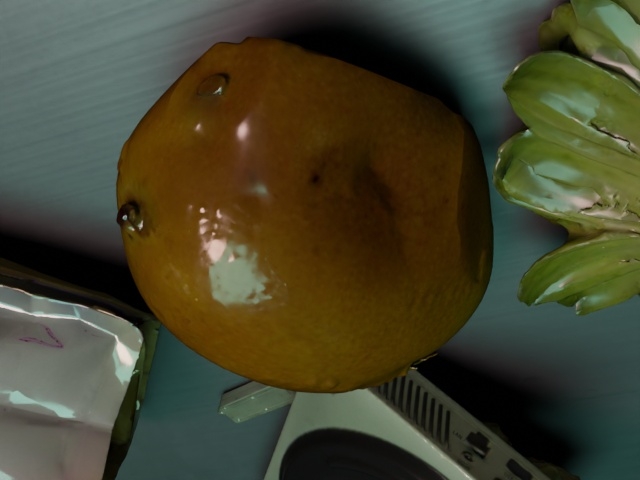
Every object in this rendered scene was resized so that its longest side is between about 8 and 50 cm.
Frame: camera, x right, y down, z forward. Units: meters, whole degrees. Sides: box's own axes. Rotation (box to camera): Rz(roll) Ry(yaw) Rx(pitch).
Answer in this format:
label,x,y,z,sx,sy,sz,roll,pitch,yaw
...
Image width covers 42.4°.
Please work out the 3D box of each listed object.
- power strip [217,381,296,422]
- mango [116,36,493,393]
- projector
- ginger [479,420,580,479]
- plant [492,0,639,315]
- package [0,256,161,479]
label,x,y,z,sx,sy,sz,roll,pitch,yaw
power strip,-0.049,0.125,0.661,0.083,0.017,0.027,-25,124,26
mango,0.000,0.000,0.458,0.236,0.167,0.136,14,180,-33
projector,0.067,0.231,0.623,0.257,0.079,0.259,37,135,20
ginger,0.152,0.232,0.681,0.157,0.102,0.216,34,139,13
plant,0.232,-0.029,0.381,0.305,0.297,0.261,11,103,17
package,-0.272,0.061,0.564,0.311,0.221,0.165,15,92,-5
